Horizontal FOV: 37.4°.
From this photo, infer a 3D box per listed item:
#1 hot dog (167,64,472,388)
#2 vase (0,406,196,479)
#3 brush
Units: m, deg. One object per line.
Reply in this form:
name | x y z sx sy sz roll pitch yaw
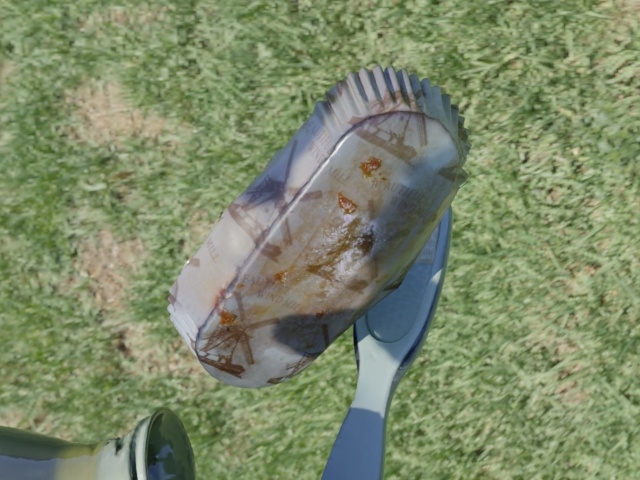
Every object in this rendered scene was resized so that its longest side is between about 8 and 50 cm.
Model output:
hot dog | 0.000 0.000 0.656 0.268 0.144 0.075 -49 36 22
vase | -0.288 0.242 0.904 0.321 0.173 0.173 -11 94 14
brush | 0.054 0.093 0.738 0.068 0.060 0.297 9 74 25
